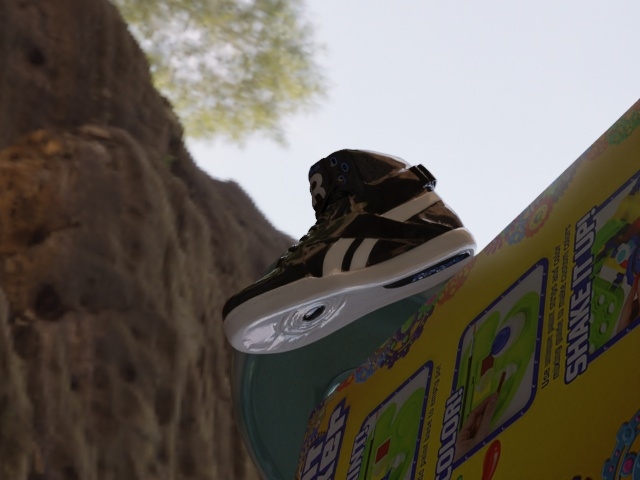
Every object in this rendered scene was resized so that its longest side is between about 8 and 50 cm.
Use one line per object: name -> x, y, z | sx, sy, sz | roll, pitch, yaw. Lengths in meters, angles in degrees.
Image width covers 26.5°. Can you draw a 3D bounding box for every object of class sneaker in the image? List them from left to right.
sneaker -> 0.000, 0.000, 1.005 | 0.121, 0.216, 0.079 | 57, -35, 23

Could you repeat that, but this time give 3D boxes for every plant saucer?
plant saucer -> 0.053, 0.145, 1.125 | 0.317, 0.043, 0.318 | 10, -68, 25

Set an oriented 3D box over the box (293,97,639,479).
box -> 0.168, 0.126, 0.481 | 0.279, 0.290, 0.177 | -47, -160, 41
